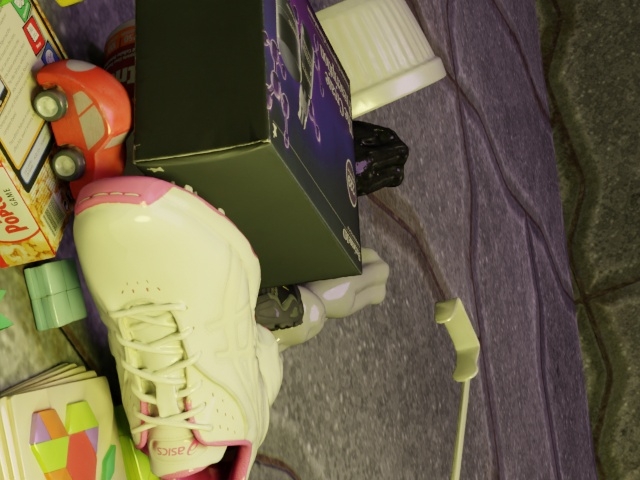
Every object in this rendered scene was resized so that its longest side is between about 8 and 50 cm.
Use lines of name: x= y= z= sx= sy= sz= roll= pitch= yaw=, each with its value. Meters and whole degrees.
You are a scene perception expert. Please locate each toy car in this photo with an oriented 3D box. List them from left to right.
toy car: x=-0.180 y=-0.164 z=0.911 sx=0.225 sy=0.053 sz=0.239 roll=40 pitch=41 yaw=-62

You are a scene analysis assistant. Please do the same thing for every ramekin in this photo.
ramekin: x=0.013 y=-0.176 z=1.433 sx=0.109 sy=0.207 sz=0.207 roll=67 pitch=19 yaw=-5

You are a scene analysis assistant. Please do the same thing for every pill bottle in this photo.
pill bottle: x=-0.132 y=-0.094 z=1.112 sx=0.086 sy=0.086 sz=0.152 roll=54 pitch=29 yaw=-52

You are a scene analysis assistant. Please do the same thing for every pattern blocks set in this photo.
pattern blocks set: x=-0.165 y=0.178 z=0.931 sx=0.285 sy=0.026 sz=0.324 roll=-47 pitch=123 yaw=-69

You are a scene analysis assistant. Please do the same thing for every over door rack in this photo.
over door rack: x=0.014 y=0.214 z=1.104 sx=0.324 sy=0.240 sz=0.108 roll=-84 pitch=153 yaw=-43

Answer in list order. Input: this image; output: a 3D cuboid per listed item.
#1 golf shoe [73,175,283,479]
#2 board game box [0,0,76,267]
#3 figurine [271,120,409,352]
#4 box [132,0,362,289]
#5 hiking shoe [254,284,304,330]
golf shoe: x=-0.094 y=0.080 z=0.983 sx=0.306 sy=0.115 sz=0.140 roll=68 pitch=21 yaw=-50
board game box: x=-0.215 y=-0.103 z=0.930 sx=0.146 sy=0.045 sz=0.193 roll=-78 pitch=151 yaw=-51
figurine: x=0.000 y=0.000 z=1.400 sx=0.209 sy=0.092 sz=0.214 roll=-27 pitch=128 yaw=-65
box: x=-0.048 y=-0.093 z=1.061 sx=0.261 sy=0.103 sz=0.184 roll=54 pitch=33 yaw=-64
hiking shoe: x=-0.077 y=0.025 z=1.202 sx=0.227 sy=0.086 sz=0.114 roll=0 pitch=82 yaw=-71
